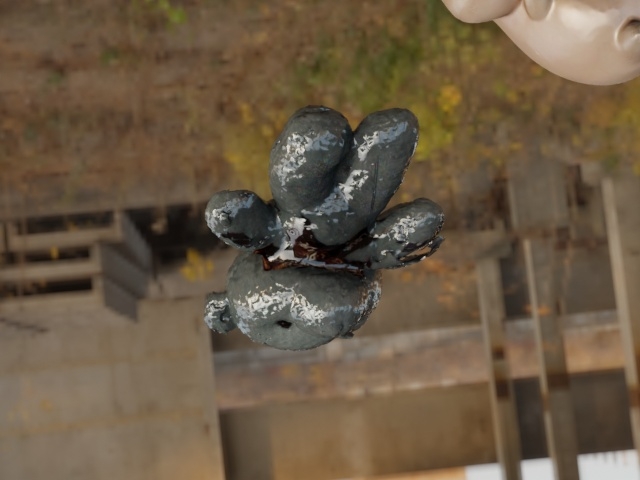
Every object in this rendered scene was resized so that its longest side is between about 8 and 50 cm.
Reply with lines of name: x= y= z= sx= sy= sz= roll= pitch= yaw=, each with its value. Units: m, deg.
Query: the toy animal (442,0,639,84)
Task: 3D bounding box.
toy animal: x=0.178 y=-0.225 z=1.188 sx=0.250 sy=0.166 sz=0.154 roll=35 pitch=172 yaw=10

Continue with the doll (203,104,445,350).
doll: x=0.000 y=0.007 z=1.540 sx=0.246 sy=0.158 sz=0.340 roll=4 pitch=145 yaw=-19
